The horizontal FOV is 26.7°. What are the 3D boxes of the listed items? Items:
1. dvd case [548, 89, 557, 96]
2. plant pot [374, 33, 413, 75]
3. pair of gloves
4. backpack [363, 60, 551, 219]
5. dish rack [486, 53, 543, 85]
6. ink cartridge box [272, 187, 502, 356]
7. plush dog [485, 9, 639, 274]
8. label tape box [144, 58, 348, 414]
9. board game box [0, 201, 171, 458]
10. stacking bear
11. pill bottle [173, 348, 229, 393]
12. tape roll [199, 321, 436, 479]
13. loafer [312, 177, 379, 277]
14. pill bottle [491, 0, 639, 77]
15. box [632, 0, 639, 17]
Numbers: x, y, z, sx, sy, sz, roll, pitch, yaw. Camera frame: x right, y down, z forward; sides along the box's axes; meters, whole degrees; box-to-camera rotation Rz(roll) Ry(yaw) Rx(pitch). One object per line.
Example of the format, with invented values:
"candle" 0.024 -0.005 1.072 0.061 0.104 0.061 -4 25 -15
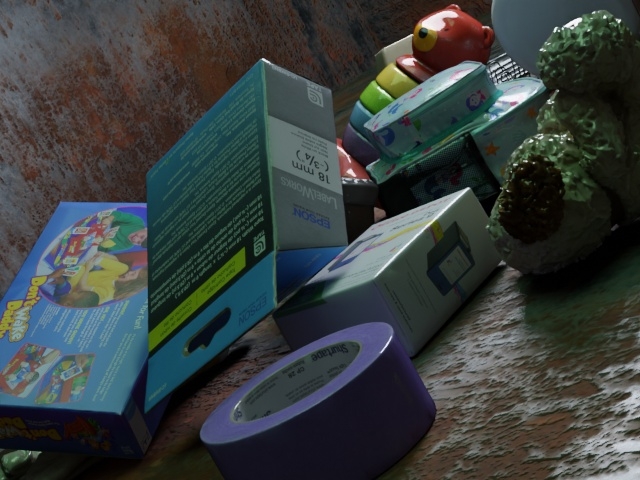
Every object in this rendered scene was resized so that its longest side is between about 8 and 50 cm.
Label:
"dvd case" 0.311 -0.166 1.849 0.087 0.013 0.119 -32 41 -5
"plant pot" 0.145 -0.275 2.167 0.109 0.096 0.109 -27 2 -7
"pair of gloves" -0.333 0.261 1.631 0.204 0.042 0.240 -30 11 -8
"backpack" 0.183 -0.121 1.710 0.253 0.191 0.225 -24 9 2
"dish rack" 0.288 -0.225 2.017 0.208 0.074 0.271 -28 31 -2
"ink cartridge box" 0.075 0.046 1.418 0.154 0.093 0.212 -20 12 43
"plush dog" 0.257 -0.058 1.309 0.225 0.210 0.262 -44 -17 -5
"label tape box" -0.086 0.007 1.463 0.240 0.106 0.334 -40 41 38
"board game box" -0.265 0.095 1.607 0.233 0.078 0.347 1 43 20
"stacking bear" 0.136 -0.198 1.926 0.289 0.164 0.175 -57 41 14
"pill bottle" -0.180 0.128 1.683 0.184 0.103 0.103 -33 11 -19
"tape roll" -0.002 0.152 1.150 0.189 0.080 0.189 -29 10 6
"loafer" 0.000 0.000 1.728 0.133 0.130 0.366 5 -5 1
"pill bottle" 0.376 -0.407 1.936 0.210 0.210 0.363 -22 31 35
"box" 0.476 -0.277 1.625 0.143 0.191 0.381 -26 10 20
